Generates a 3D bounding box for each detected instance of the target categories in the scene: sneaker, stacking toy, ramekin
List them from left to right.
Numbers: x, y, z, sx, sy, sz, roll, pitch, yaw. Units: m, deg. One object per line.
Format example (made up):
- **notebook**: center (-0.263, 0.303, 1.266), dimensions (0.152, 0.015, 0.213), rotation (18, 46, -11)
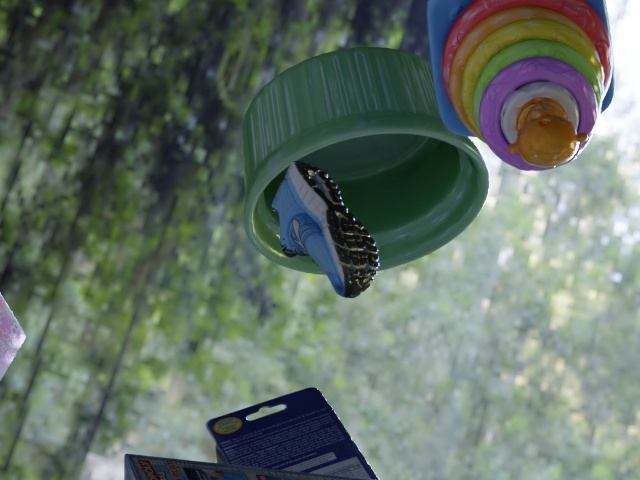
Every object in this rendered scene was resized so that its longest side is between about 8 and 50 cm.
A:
- **sneaker**: center (0.000, 0.000, 1.741), dimensions (0.063, 0.162, 0.073), rotation (16, -56, -41)
- **ramekin**: center (0.045, -0.100, 2.213), dimensions (0.303, 0.148, 0.303), rotation (-8, -34, -5)
- **stacking toy**: center (0.194, -0.127, 1.615), dimensions (0.175, 0.302, 0.165), rotation (-8, -67, 3)

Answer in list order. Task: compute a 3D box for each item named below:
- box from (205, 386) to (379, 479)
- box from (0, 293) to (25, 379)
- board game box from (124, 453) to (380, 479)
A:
- **box**: center (-0.019, 0.248, 1.871), dimensions (0.136, 0.225, 0.036), rotation (-17, -49, -16)
- **box**: center (-0.378, 0.014, 1.394), dimensions (0.154, 0.142, 0.300), rotation (-13, -60, 24)
- **board game box**: center (-0.071, 0.221, 1.187), dimensions (0.194, 0.194, 0.060), rotation (26, 18, -34)
